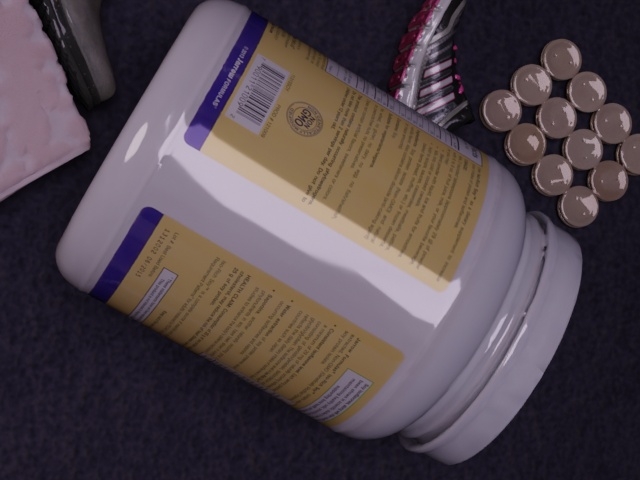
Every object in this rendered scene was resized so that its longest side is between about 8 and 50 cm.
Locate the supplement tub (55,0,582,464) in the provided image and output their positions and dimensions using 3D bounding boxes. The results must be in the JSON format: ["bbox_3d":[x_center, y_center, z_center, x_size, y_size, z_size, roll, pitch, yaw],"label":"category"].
[{"bbox_3d":[0.000,0.000,0.898,0.331,0.241,0.241,31,82,-10],"label":"supplement tub"}]

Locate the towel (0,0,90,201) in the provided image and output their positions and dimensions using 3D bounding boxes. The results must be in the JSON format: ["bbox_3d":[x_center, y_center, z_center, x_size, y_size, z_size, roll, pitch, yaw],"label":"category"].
[{"bbox_3d":[-0.351,-0.129,0.824,0.317,0.053,0.332,-34,126,-23],"label":"towel"}]

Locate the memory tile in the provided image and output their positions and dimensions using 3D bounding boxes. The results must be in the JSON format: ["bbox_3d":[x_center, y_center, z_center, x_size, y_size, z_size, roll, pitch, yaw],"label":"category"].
[{"bbox_3d":[0.219,-0.094,1.064,0.113,0.012,0.148,-41,97,-10],"label":"memory tile"}]

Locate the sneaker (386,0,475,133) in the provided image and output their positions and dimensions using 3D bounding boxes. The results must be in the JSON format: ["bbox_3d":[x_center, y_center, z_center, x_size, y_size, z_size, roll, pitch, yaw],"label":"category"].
[{"bbox_3d":[0.099,-0.128,1.015,0.074,0.063,0.170,17,90,-11],"label":"sneaker"}]

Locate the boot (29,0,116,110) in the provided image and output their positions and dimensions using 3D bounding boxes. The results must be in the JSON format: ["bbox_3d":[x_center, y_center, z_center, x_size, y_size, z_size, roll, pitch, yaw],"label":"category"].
[{"bbox_3d":[-0.162,-0.240,0.956,0.161,0.083,0.247,-19,94,-18],"label":"boot"}]
